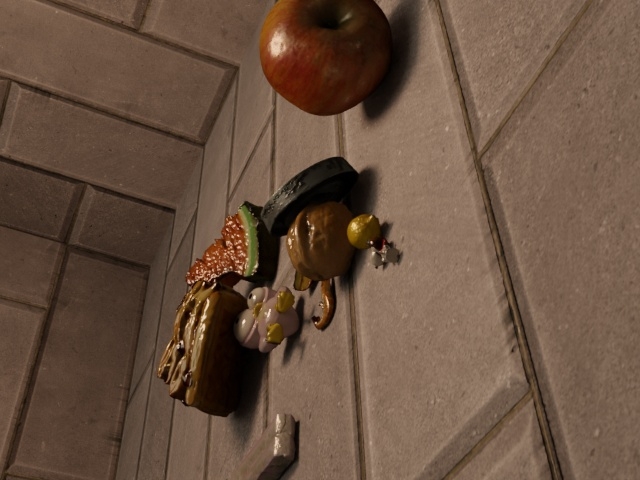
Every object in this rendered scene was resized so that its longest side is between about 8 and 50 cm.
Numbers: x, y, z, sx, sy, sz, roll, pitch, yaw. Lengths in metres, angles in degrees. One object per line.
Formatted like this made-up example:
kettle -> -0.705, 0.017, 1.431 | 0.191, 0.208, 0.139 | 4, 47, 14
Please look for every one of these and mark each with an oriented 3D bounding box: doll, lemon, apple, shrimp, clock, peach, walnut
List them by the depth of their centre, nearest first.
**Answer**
doll -> 0.112, 0.018, 1.583 | 0.085, 0.040, 0.058 | 143, 128, -69
lemon -> 0.084, -0.018, 1.660 | 0.092, 0.065, 0.065 | 125, 155, -50
walnut -> 0.000, 0.000, 1.773 | 0.166, 0.149, 0.167 | -16, 65, 39
shrimp -> 0.004, 0.125, 1.831 | 0.091, 0.025, 0.127 | 126, 152, -49
clock -> -0.024, -0.092, 1.843 | 0.049, 0.226, 0.226 | 56, 142, 14
apple -> 0.010, -0.408, 1.909 | 0.301, 0.301, 0.302 | -163, 90, -73
peach -> -0.033, 0.070, 1.952 | 0.077, 0.050, 0.083 | 91, -164, -62
doll -> -0.125, 0.183, 2.063 | 0.365, 0.094, 0.160 | -6, 65, 71

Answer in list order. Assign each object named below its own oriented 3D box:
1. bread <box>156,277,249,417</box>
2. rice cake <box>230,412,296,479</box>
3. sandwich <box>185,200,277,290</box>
bread -> -0.292, 0.270, 2.204 | 0.277, 0.167, 0.325 | 48, -132, -66
rice cake -> -0.126, 0.478, 1.851 | 0.106, 0.050, 0.298 | -89, 23, -44
sandwich -> -0.233, 0.069, 2.392 | 0.301, 0.162, 0.250 | -33, 47, 18
